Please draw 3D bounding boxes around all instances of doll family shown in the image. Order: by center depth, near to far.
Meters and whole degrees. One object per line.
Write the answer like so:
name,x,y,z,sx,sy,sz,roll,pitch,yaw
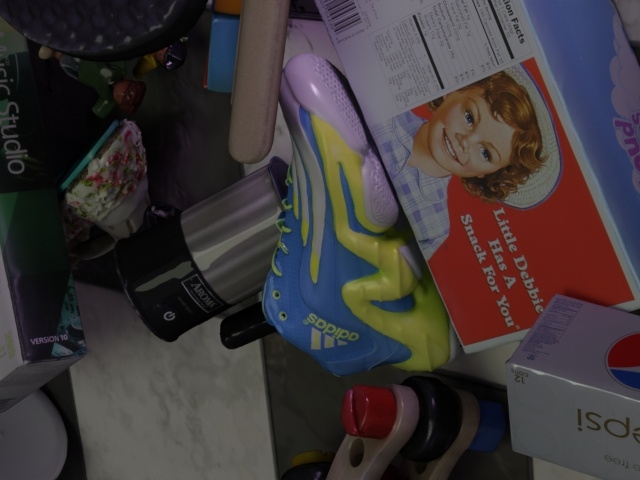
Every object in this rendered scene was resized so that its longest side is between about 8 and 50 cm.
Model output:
doll family,-0.134,-0.175,1.211,0.111,0.076,0.193,35,139,19

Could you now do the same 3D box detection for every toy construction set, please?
toy construction set,-0.003,0.250,1.146,0.237,0.308,0.257,-31,78,51

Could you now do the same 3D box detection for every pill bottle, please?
pill bottle,-0.338,0.231,1.562,0.130,0.130,0.246,54,136,11

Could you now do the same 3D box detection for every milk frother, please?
milk frother,-0.068,-0.007,1.229,0.134,0.129,0.143,-27,55,13

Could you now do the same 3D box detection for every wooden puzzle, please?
wooden puzzle,-0.044,-0.195,1.053,0.044,0.239,0.221,5,120,-6

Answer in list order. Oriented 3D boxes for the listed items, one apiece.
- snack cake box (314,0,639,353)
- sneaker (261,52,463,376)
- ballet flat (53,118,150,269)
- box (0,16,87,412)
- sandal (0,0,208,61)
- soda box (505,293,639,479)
snack cake box,0.114,-0.077,1.021,0.152,0.089,0.264,-20,94,45
sneaker,0.000,0.000,1.095,0.126,0.091,0.240,-21,113,14
ballet flat,-0.177,-0.031,1.321,0.077,0.091,0.241,40,153,-12
box,-0.272,-0.035,1.338,0.232,0.058,0.322,-31,70,60
sandal,-0.185,-0.224,1.138,0.445,0.107,0.168,25,100,47
soda box,0.214,0.101,0.925,0.216,0.069,0.074,16,133,28
